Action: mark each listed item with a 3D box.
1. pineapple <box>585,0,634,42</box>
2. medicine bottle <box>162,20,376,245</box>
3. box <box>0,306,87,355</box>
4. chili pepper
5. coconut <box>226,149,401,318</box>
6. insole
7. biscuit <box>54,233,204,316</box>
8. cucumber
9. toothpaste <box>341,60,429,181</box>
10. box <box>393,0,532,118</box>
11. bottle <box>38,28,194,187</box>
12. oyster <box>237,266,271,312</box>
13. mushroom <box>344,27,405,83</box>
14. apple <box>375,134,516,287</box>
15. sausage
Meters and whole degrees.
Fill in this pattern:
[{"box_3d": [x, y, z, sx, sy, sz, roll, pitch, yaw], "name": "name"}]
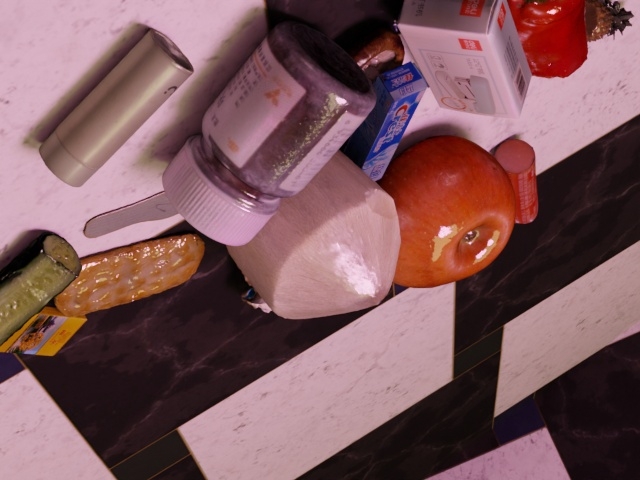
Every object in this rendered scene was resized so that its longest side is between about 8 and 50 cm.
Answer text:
[{"box_3d": [0.453, -0.354, 1.876, 0.159, 0.074, 0.074, -13, 146, -52], "name": "pineapple"}, {"box_3d": [-0.070, -0.136, 1.507, 0.273, 0.165, 0.165, -46, 151, 23], "name": "medicine bottle"}, {"box_3d": [-0.419, 0.129, 1.681, 0.087, 0.023, 0.155, -48, 151, 17], "name": "box"}, {"box_3d": [0.303, -0.353, 1.622, 0.338, 0.135, 0.131, 51, 52, -67], "name": "chili pepper"}, {"box_3d": [0.000, 0.000, 1.693, 0.237, 0.266, 0.237, -26, 143, -22], "name": "coconut"}, {"box_3d": [-0.244, -0.041, 1.631, 0.188, 0.004, 0.064, -20, 148, -29], "name": "insole"}, {"box_3d": [-0.277, 0.050, 1.711, 0.247, 0.029, 0.118, -16, 147, -34], "name": "biscuit"}, {"box_3d": [-0.418, 0.075, 1.565, 0.211, 0.062, 0.078, -38, 120, 17], "name": "cucumber"}, {"box_3d": [0.087, -0.161, 1.715, 0.066, 0.053, 0.272, -23, 161, -21], "name": "toothpaste"}, {"box_3d": [0.205, -0.267, 1.639, 0.269, 0.135, 0.079, 47, 57, -63], "name": "box"}, {"box_3d": [-0.242, -0.155, 1.377, 0.201, 0.072, 0.072, -44, 152, 14], "name": "bottle"}, {"box_3d": [-0.041, 0.051, 1.931, 0.214, 0.083, 0.223, -20, 160, -18], "name": "oyster"}, {"box_3d": [0.060, -0.244, 1.605, 0.123, 0.052, 0.123, -30, 159, -13], "name": "mushroom"}, {"box_3d": [0.193, -0.044, 1.914, 0.272, 0.206, 0.251, -12, 142, -36], "name": "apple"}, {"box_3d": [0.369, -0.096, 2.176, 0.074, 0.074, 0.274, -34, 153, -4], "name": "sausage"}]
